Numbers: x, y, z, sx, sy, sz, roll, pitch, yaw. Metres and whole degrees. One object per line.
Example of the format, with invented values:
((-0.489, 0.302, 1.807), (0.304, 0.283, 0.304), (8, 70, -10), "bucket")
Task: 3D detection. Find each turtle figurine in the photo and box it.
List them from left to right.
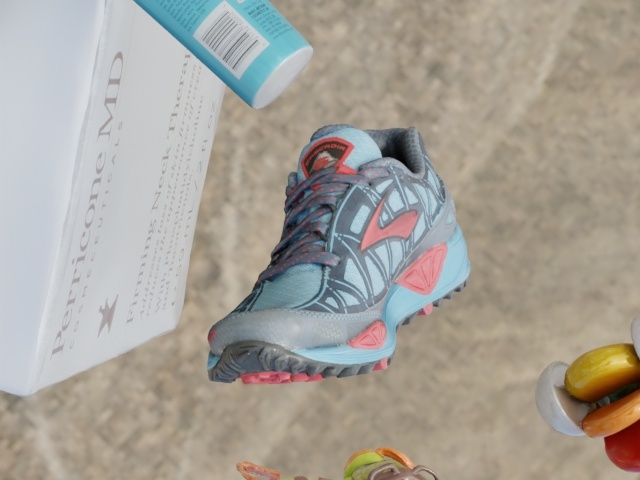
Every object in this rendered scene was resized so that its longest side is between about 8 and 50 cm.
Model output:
((0.078, 0.234, 1.530), (0.269, 0.217, 0.087), (15, 108, -30), "turtle figurine")

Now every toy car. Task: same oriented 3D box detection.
((0.307, 0.156, 1.700), (0.159, 0.136, 0.182), (-34, 154, 31), "toy car")

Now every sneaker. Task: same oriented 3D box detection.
((0.000, 0.000, 1.028), (0.262, 0.104, 0.125), (-38, 119, -63), "sneaker")

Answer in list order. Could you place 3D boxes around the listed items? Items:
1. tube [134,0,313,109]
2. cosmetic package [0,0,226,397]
((-0.094, -0.170, 1.118), (0.080, 0.207, 0.052), (-42, 170, -15), "tube")
((-0.282, -0.094, 1.429), (0.393, 0.327, 0.329), (-24, 126, -78), "cosmetic package")
